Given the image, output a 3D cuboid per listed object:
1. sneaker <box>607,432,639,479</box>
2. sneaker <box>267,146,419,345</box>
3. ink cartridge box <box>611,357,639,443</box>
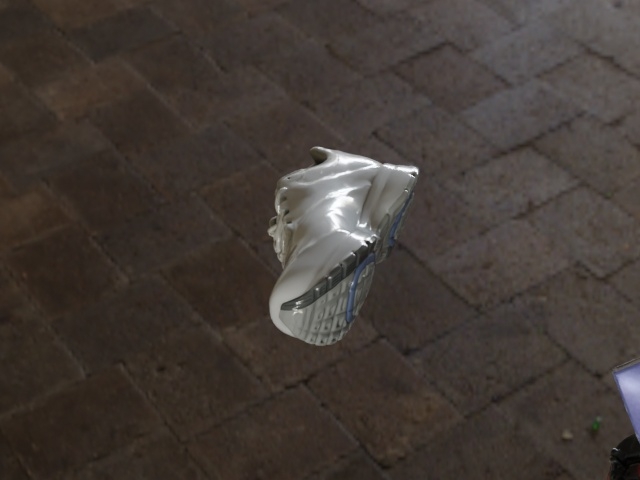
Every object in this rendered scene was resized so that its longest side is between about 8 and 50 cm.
[{"bbox_3d":[0.343,0.323,1.185,0.098,0.135,0.276,-20,38,28],"label":"sneaker"},{"bbox_3d":[0.000,0.000,1.180,0.129,0.111,0.297,21,29,8],"label":"sneaker"},{"bbox_3d":[0.359,0.148,0.666,0.307,0.303,0.072,-24,15,4],"label":"ink cartridge box"}]
